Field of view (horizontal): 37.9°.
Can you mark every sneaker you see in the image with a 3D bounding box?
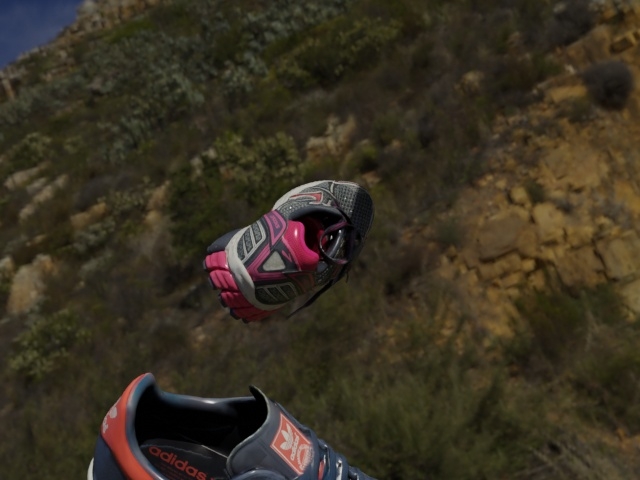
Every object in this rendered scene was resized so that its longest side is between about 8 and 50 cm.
[{"bbox_3d":[0.000,0.000,1.001,0.112,0.121,0.299,-28,6,28],"label":"sneaker"},{"bbox_3d":[-0.018,0.204,0.766,0.350,0.131,0.148,14,-55,-3],"label":"sneaker"}]
